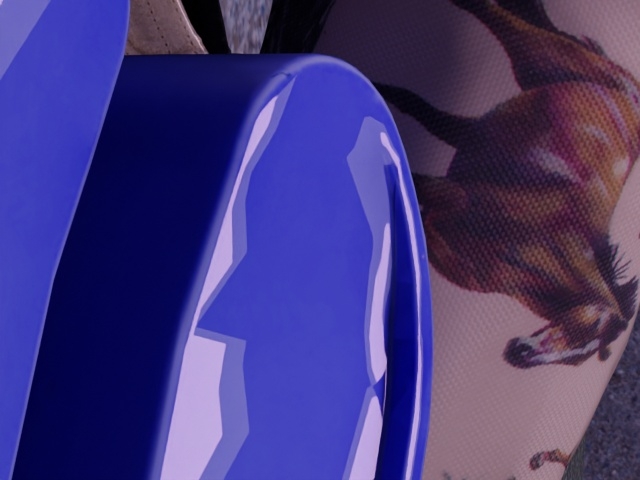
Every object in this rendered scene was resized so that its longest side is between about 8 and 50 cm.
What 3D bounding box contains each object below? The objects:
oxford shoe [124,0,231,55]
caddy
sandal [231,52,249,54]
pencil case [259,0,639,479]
[{"bbox_3d":[-0.067,-0.212,0.606,0.123,0.130,0.348,-6,99,-74],"label":"oxford shoe"},{"bbox_3d":[-0.113,0.069,0.445,0.241,0.179,0.341,30,62,-46],"label":"caddy"},{"bbox_3d":[0.000,0.001,0.806,0.302,0.086,0.120,65,-6,-3],"label":"sandal"},{"bbox_3d":[0.002,0.061,0.662,0.183,0.160,0.410,45,-62,55],"label":"pencil case"}]
